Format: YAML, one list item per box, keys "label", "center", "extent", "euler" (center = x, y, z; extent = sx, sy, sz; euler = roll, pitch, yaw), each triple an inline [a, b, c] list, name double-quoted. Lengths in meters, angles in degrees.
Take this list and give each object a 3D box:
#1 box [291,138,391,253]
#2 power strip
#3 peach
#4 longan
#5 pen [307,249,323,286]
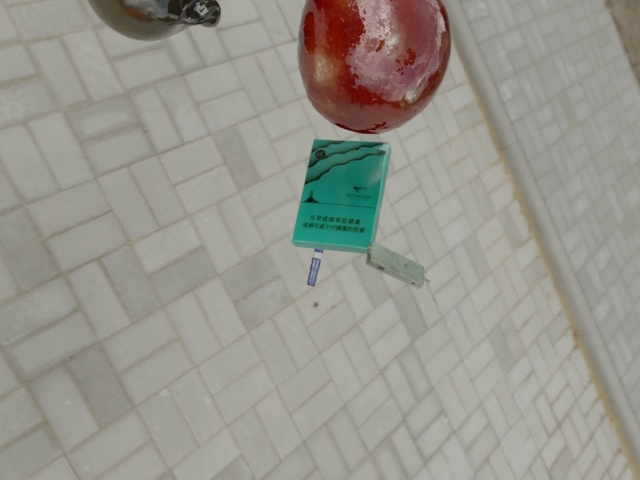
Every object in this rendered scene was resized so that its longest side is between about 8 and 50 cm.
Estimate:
- label: "box"
  center: [0.044, -0.090, 1.170]
  extent: [0.042, 0.160, 0.226]
  euler: [55, 43, -65]
- label: "power strip"
  center: [0.140, 0.048, 1.070]
  extent: [0.136, 0.019, 0.051]
  euler: [25, 42, -16]
- label: "peach"
  center: [0.072, -0.275, 0.857]
  extent: [0.243, 0.199, 0.243]
  euler: [3, 84, -28]
- label: "longan"
  center: [-0.238, -0.364, 0.854]
  extent: [0.204, 0.159, 0.185]
  euler: [25, 49, -5]
- label: "pen"
  center: [0.000, 0.000, 1.312]
  extent: [0.025, 0.025, 0.204]
  euler: [15, 85, -35]
